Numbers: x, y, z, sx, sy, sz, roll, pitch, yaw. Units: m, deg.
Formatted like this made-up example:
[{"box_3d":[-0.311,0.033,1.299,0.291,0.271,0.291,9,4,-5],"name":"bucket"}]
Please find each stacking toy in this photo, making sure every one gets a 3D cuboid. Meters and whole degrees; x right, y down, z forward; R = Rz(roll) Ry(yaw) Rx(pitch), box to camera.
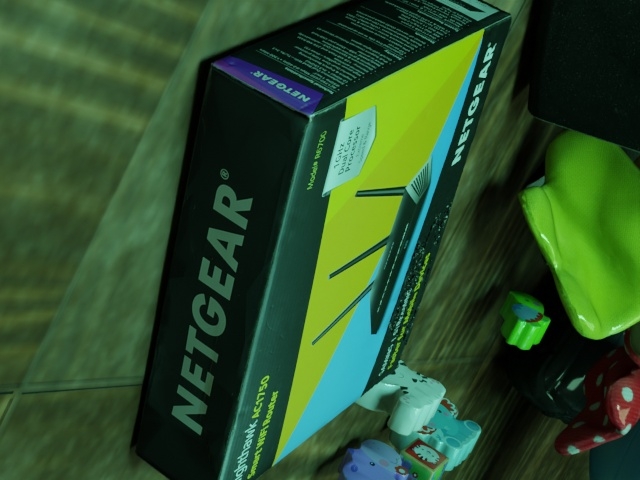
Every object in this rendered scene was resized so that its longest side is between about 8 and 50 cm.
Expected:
[{"box_3d":[0.046,0.120,0.755,0.221,0.052,0.167,-21,138,-58],"name":"stacking toy"}]

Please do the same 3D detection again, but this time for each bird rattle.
[{"box_3d":[0.213,0.014,0.777,0.207,0.143,0.253,-69,152,-26],"name":"bird rattle"}]

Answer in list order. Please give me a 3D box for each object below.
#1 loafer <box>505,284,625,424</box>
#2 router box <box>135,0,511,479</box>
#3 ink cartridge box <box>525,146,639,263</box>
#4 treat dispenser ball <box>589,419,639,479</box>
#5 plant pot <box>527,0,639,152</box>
[{"box_3d":[0.215,0.027,0.921,0.078,0.076,0.223,37,86,-27],"name":"loafer"},{"box_3d":[0.000,0.000,0.513,0.133,0.046,0.179,-32,145,-47],"name":"router box"},{"box_3d":[0.192,-0.076,0.842,0.179,0.045,0.145,-39,156,-1],"name":"ink cartridge box"},{"box_3d":[0.337,0.164,0.956,0.288,0.288,0.288,-45,153,-30],"name":"treat dispenser ball"},{"box_3d":[0.217,-0.149,0.620,0.188,0.187,0.167,-44,141,-30],"name":"plant pot"}]
